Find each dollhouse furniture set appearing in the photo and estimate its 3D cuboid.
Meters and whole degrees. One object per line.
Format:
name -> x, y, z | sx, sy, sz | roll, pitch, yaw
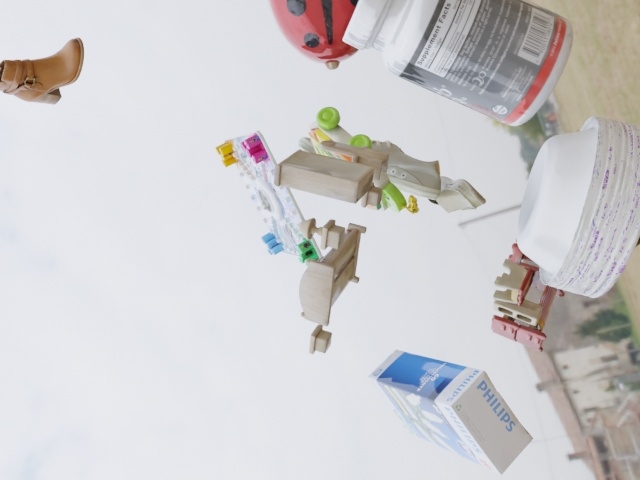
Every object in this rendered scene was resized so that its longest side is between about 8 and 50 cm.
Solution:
dollhouse furniture set -> 0.000, 0.000, 1.434 | 0.303, 0.174, 0.355 | -46, -32, -57
dollhouse furniture set -> 0.565, 0.129, 1.806 | 0.201, 0.152, 0.374 | -61, -23, -19

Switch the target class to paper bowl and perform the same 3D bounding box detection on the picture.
paper bowl -> 0.413, -0.059, 1.098 | 0.284, 0.148, 0.284 | 14, -90, -83

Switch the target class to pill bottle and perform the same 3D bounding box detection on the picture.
pill bottle -> 0.239, -0.366, 1.215 | 0.363, 0.210, 0.210 | 22, -147, -5

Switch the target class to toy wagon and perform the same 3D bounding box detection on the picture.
toy wagon -> 0.101, -0.168, 1.655 | 0.344, 0.068, 0.267 | 46, 171, 30

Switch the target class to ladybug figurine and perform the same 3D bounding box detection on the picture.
ladybug figurine -> 0.009, -0.649, 1.696 | 0.162, 0.305, 0.449 | -96, -5, -65

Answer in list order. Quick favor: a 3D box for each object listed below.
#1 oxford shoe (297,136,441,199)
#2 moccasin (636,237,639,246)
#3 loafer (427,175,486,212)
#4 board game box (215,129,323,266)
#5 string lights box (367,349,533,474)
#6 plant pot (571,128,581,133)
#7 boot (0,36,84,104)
oxford shoe -> 0.154, -0.244, 2.024 | 0.169, 0.450, 0.130 | -26, -46, -80
moccasin -> 0.751, -0.058, 1.552 | 0.139, 0.380, 0.147 | 37, -150, -35
loafer -> 0.405, -0.127, 2.044 | 0.102, 0.092, 0.268 | 41, 179, -16
board game box -> -0.157, -0.114, 1.933 | 0.389, 0.050, 0.390 | 64, 163, -13
string lights box -> 0.189, 0.253, 1.048 | 0.133, 0.077, 0.260 | 54, 162, -11
plant pot -> 0.760, -0.125, 1.811 | 0.254, 0.276, 0.276 | 44, 176, 45
boot -> -0.624, -0.382, 1.501 | 0.152, 0.197, 0.073 | 6, -136, -50
